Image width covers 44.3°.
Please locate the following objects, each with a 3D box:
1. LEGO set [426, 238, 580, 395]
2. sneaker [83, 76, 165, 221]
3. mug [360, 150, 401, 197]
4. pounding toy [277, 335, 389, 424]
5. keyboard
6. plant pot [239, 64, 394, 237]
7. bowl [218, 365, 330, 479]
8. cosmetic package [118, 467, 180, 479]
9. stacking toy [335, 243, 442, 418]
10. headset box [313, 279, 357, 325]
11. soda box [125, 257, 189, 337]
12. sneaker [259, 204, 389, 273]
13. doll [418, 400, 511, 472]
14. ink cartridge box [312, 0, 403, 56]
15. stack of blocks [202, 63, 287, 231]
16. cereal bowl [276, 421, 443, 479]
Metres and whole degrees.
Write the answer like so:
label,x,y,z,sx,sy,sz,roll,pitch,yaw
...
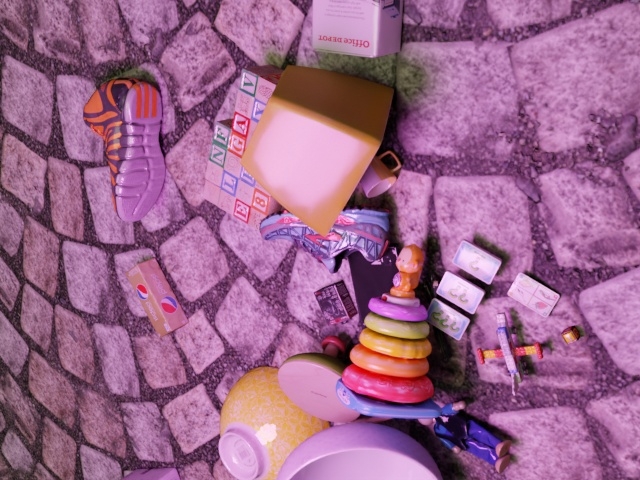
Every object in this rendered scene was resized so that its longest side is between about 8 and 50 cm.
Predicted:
label,x,y,z,sx,sy,sz,roll,pitch,yaw
LEGO set,0.303,0.136,1.327,0.244,0.060,0.182,32,121,17
sneaker,-0.451,-0.212,1.789,0.180,0.124,0.321,19,106,37
mug,0.101,-0.124,1.416,0.064,0.078,0.062,58,164,18
pounding toy,0.041,0.279,1.575,0.237,0.110,0.183,33,140,-2
keyboard,0.160,0.158,1.480,0.201,0.033,0.317,-2,105,40
plant pot,-0.015,-0.173,1.332,0.187,0.212,0.212,25,126,-7
bowl,-0.131,0.441,1.732,0.289,0.156,0.289,15,115,35
cosmetic package,-0.469,0.712,2.103,0.183,0.151,0.151,-15,96,40
stacking toy,0.136,0.154,1.389,0.175,0.165,0.302,-152,71,-72
headset box,0.032,0.129,1.569,0.062,0.032,0.083,-25,90,42
soda box,-0.393,0.137,1.892,0.058,0.061,0.181,-30,86,41
sneaker,0.000,0.000,1.459,0.262,0.104,0.125,-2,89,27
doll,0.261,0.352,1.457,0.189,0.046,0.129,21,127,39
ink cartridge box,0.062,-0.413,1.315,0.139,0.082,0.191,17,117,34
stack of blocks,-0.121,-0.186,1.539,0.171,0.087,0.297,31,123,26
cereal bowl,0.074,0.480,1.535,0.339,0.141,0.339,-1,121,-1
